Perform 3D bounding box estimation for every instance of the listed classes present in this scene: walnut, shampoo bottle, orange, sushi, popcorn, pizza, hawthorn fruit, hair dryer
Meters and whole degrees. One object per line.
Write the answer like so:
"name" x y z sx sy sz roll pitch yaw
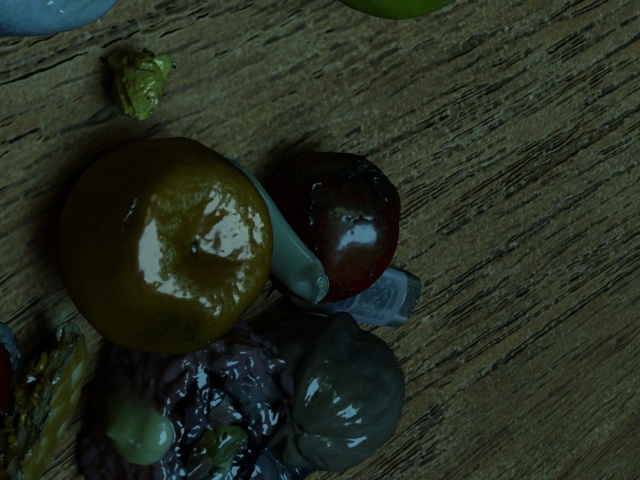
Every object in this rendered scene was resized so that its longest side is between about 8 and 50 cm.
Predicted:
"walnut" 0.003 0.189 2.230 0.224 0.224 0.224 -29 133 -37
"shampoo bottle" 0.050 0.065 2.339 0.227 0.056 0.086 14 104 -53
"orange" -0.183 0.009 1.915 0.249 0.183 0.249 -7 101 -39
"sushi" -0.164 0.212 2.076 0.236 0.171 0.270 2 115 -52
"popcorn" -0.204 -0.174 1.869 0.084 0.084 0.084 -29 133 -37
"pizza" -0.318 0.193 1.959 0.127 0.058 0.246 -51 163 -56
"hawthorn fruit" 0.000 0.000 2.157 0.181 0.181 0.235 -14 148 -46
"hair dryer" -0.076 0.032 2.090 0.075 0.206 0.237 -35 161 -24

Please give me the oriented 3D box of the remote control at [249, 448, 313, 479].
"remote control" -0.043 0.272 2.341 0.377 0.044 0.107 -39 97 -29

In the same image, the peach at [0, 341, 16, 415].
"peach" -0.410 0.166 1.731 0.226 0.196 0.190 -21 160 -40

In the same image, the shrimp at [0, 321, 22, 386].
"shrimp" -0.383 0.184 1.841 0.079 0.090 0.233 60 42 -45

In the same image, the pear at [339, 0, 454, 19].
"pear" 0.100 -0.363 2.001 0.269 0.212 0.212 -39 138 -36

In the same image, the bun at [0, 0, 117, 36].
"bun" -0.280 -0.347 1.552 0.354 0.194 0.354 -27 128 -40
